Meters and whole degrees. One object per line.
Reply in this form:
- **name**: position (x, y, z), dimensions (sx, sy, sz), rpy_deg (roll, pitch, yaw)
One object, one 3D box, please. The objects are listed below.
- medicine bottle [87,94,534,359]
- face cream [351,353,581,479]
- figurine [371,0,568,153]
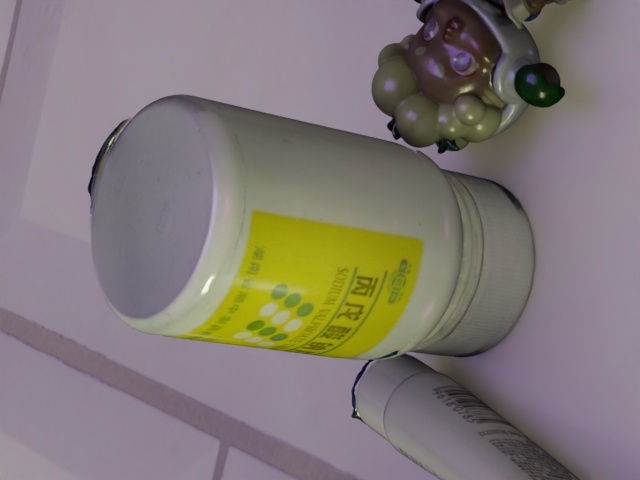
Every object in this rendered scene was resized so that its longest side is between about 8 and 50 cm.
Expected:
- **medicine bottle**: position (0.000, 0.000, 1.033), dimensions (0.143, 0.258, 0.143), rpy_deg (-12, 74, 49)
- **face cream**: position (0.104, 0.134, 1.020), dimensions (0.244, 0.092, 0.058), rpy_deg (31, 102, 55)
- **figurine**: position (0.109, -0.139, 1.059), dimensions (0.147, 0.093, 0.197), rpy_deg (48, 119, 33)
